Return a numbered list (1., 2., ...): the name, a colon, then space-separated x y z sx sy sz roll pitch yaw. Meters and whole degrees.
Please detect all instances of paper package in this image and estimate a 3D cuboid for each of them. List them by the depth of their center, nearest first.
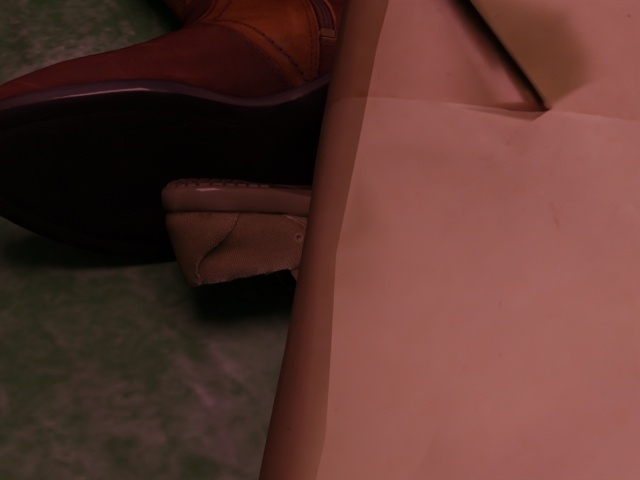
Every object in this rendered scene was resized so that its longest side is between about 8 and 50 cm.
1. paper package: 0.148 0.086 0.455 0.309 0.325 0.168 7 66 8

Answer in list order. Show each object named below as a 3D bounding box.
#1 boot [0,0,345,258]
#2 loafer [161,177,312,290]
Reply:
1. boot: -0.069 -0.119 0.904 0.264 0.096 0.280 -13 40 -13
2. loafer: 0.000 0.000 0.795 0.148 0.050 0.056 4 7 -14
